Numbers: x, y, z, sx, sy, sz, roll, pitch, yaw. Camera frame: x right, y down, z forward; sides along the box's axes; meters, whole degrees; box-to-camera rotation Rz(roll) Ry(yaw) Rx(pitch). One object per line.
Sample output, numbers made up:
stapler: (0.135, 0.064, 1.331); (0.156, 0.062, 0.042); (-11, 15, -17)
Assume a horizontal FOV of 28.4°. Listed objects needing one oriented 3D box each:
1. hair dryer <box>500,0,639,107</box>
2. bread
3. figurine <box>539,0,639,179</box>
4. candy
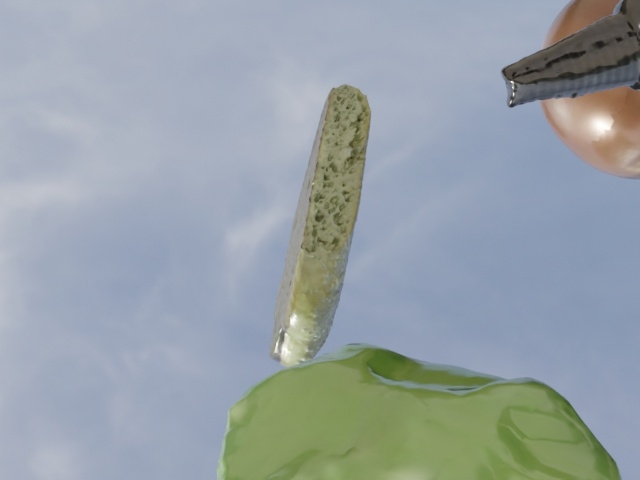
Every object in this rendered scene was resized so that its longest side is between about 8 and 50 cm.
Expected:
hair dryer: (0.146, -0.082, 0.374); (0.195, 0.050, 0.173); (-11, -154, 8)
bread: (0.000, 0.000, 1.164); (0.056, 0.207, 0.286); (13, -132, -2)
figurine: (0.322, -0.177, 0.703); (0.277, 0.388, 0.248); (30, -129, 3)
candy: (0.036, 0.200, 0.482); (0.142, 0.343, 0.132); (-5, -149, -6)
